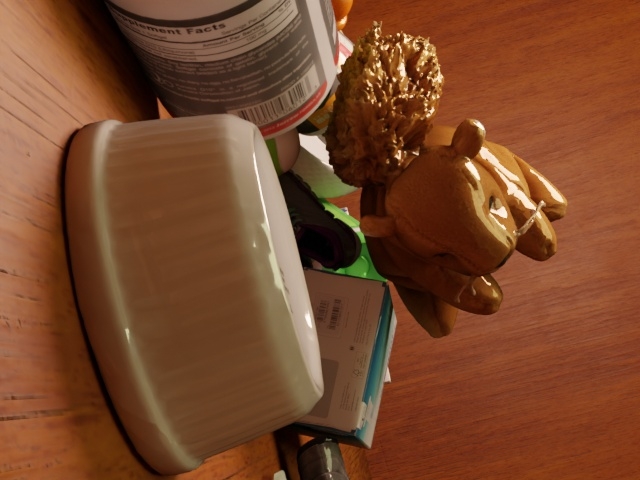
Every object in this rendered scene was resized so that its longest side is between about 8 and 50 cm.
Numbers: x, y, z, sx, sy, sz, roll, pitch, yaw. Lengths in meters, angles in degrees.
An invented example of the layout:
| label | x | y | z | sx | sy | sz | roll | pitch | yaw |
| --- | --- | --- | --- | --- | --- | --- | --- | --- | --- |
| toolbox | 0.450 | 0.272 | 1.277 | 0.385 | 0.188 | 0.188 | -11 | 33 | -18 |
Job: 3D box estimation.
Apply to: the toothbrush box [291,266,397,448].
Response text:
| label | x | y | z | sx | sy | sz | roll | pitch | yaw |
| --- | --- | --- | --- | --- | --- | --- | --- | --- | --- |
| toothbrush box | 0.029 | 0.183 | 1.476 | 0.295 | 0.126 | 0.216 | 62 | 40 | -73 |

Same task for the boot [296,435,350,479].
| label | x | y | z | sx | sy | sz | roll | pitch | yaw |
| --- | --- | --- | --- | --- | --- | --- | --- | --- | --- |
| boot | 0.017 | 0.343 | 1.260 | 0.338 | 0.118 | 0.223 | 96 | -19 | -54 |

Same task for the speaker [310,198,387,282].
| label | x | y | z | sx | sy | sz | roll | pitch | yaw |
| --- | --- | --- | --- | --- | --- | --- | --- | --- | --- |
| speaker | 0.000 | 0.000 | 1.684 | 0.296 | 0.131 | 0.131 | 37 | -32 | 56 |

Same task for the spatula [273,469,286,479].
| label | x | y | z | sx | sy | sz | roll | pitch | yaw |
| --- | --- | --- | --- | --- | --- | --- | --- | --- | --- |
| spatula | -0.028 | 0.370 | 1.234 | 0.242 | 0.019 | 0.168 | 65 | 11 | -75 |

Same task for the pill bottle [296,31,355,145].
| label | x | y | z | sx | sy | sz | roll | pitch | yaw |
| --- | --- | --- | --- | --- | --- | --- | --- | --- | --- |
| pill bottle | -0.027 | -0.258 | 1.507 | 0.278 | 0.162 | 0.162 | 36 | 29 | -38 |

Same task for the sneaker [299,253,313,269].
| label | x | y | z | sx | sy | sz | roll | pitch | yaw |
| --- | --- | --- | --- | --- | --- | --- | --- | --- | --- |
| sneaker | -0.067 | -0.003 | 1.523 | 0.135 | 0.097 | 0.276 | 68 | 9 | -86 |

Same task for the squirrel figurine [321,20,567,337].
| label | x | y | z | sx | sy | sz | roll | pitch | yaw |
| --- | --- | --- | --- | --- | --- | --- | --- | --- | --- |
| squirrel figurine | 0.127 | -0.078 | 1.321 | 0.397 | 0.281 | 0.370 | 52 | 10 | 9 |

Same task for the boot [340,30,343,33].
| label | x | y | z | sx | sy | sz | roll | pitch | yaw |
| --- | --- | --- | --- | --- | --- | --- | --- | --- | --- |
| boot | -0.079 | -0.325 | 1.607 | 0.211 | 0.104 | 0.295 | -44 | 109 | -40 |

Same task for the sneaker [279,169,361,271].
| label | x | y | z | sx | sy | sz | roll | pitch | yaw |
| --- | --- | --- | --- | --- | --- | --- | --- | --- | --- |
| sneaker | -0.041 | -0.039 | 1.424 | 0.223 | 0.083 | 0.098 | 36 | 16 | 8 |

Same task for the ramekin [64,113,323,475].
| label | x | y | z | sx | sy | sz | roll | pitch | yaw |
| --- | --- | --- | --- | --- | --- | --- | --- | --- | --- |
| ramekin | -0.083 | 0.028 | 0.752 | 0.273 | 0.127 | 0.273 | -15 | 90 | -88 |

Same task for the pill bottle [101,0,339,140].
| label | x | y | z | sx | sy | sz | roll | pitch | yaw |
| --- | --- | --- | --- | --- | --- | --- | --- | --- | --- |
| pill bottle | -0.104 | -0.258 | 0.933 | 0.363 | 0.210 | 0.210 | 70 | 7 | -67 |

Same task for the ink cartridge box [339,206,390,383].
| label | x | y | z | sx | sy | sz | roll | pitch | yaw |
| --- | --- | --- | --- | --- | --- | --- | --- | --- | --- |
| ink cartridge box | 0.013 | 0.119 | 1.841 | 0.065 | 0.165 | 0.333 | 60 | 17 | -80 |

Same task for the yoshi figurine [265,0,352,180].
| label | x | y | z | sx | sy | sz | roll | pitch | yaw |
| --- | --- | --- | --- | --- | --- | --- | --- | --- | --- |
| yoshi figurine | -0.075 | -0.214 | 1.319 | 0.203 | 0.203 | 0.362 | -40 | 157 | -44 |

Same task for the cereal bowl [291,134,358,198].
| label | x | y | z | sx | sy | sz | roll | pitch | yaw |
| --- | --- | --- | --- | --- | --- | --- | --- | --- | --- |
| cereal bowl | -0.048 | -0.206 | 1.727 | 0.339 | 0.141 | 0.339 | 32 | 36 | -27 |
